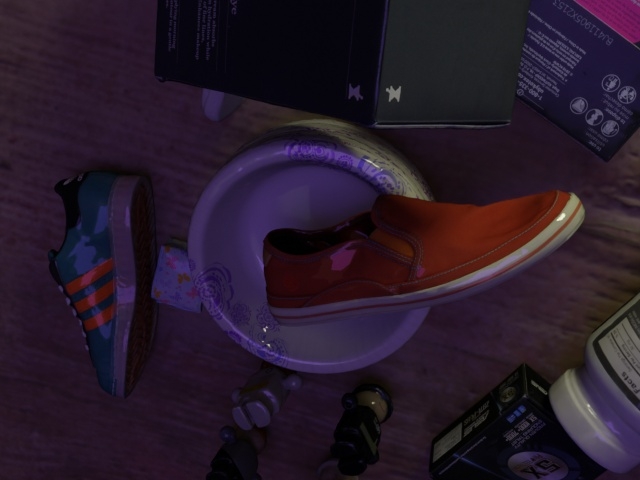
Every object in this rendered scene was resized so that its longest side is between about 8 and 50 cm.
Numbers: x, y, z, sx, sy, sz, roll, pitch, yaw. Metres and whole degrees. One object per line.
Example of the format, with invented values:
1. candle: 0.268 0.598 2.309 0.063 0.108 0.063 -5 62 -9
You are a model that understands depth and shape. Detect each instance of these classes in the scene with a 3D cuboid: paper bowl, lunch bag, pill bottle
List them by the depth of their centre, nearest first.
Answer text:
1. pill bottle: 0.402 0.129 0.962 0.162 0.162 0.278 38 116 -6
2. paper bowl: 0.000 0.000 0.994 0.284 0.148 0.284 4 114 9
3. lunch bag: -0.177 0.047 1.104 0.071 0.053 0.083 16 106 2

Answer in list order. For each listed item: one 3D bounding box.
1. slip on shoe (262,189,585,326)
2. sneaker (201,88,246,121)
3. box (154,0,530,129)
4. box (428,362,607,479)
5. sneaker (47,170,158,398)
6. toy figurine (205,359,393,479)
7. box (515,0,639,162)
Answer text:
1. slip on shoe: 0.088 0.002 0.836 0.331 0.123 0.101 -13 106 22
2. sneaker: -0.109 -0.243 0.961 0.094 0.080 0.212 23 109 14
3. box: 0.017 -0.288 0.742 0.312 0.179 0.343 23 113 45
4. box: 0.253 0.274 1.101 0.147 0.077 0.180 40 114 -8
5. sneaker: -0.283 0.056 1.105 0.121 0.108 0.302 7 106 9
6. toy figurine: -0.027 0.263 1.123 0.209 0.148 0.213 22 118 8
7. box: 0.233 -0.224 0.854 0.247 0.142 0.163 35 116 -3
